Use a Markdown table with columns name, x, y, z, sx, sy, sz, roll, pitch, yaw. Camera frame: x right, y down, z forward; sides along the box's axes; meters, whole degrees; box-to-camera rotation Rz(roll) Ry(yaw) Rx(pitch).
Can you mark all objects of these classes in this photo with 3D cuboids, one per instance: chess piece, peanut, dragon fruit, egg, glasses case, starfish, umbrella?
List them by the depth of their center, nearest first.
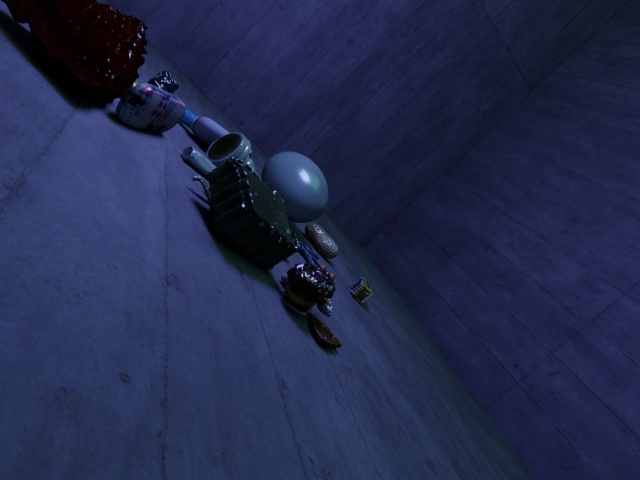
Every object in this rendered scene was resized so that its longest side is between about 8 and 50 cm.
| name | x | y | z | sx | sy | sz | roll | pitch | yaw |
| --- | --- | --- | --- | --- | --- | --- | --- | --- | --- |
| dragon fruit | -0.630 | -0.463 | 1.199 | 0.329 | 0.228 | 0.286 | 23 | -17 | -21 |
| starfish | -0.287 | -0.125 | 1.389 | 0.208 | 0.053 | 0.176 | 38 | 29 | -52 |
| glasses case | -0.481 | -0.377 | 1.397 | 0.076 | 0.125 | 0.327 | 47 | 7 | -3 |
| umbrella | -0.600 | -0.561 | 1.822 | 0.110 | 0.122 | 0.272 | 0 | 27 | -11 |
| chess piece | -0.287 | -0.250 | 1.829 | 0.298 | 0.176 | 0.176 | 56 | -1 | -42 |
| egg | -0.116 | -0.235 | 2.124 | 0.276 | 0.276 | 0.389 | 38 | 9 | -49 |
| peanut | 0.000 | 0.000 | 2.278 | 0.098 | 0.090 | 0.214 | -13 | 53 | -47 |

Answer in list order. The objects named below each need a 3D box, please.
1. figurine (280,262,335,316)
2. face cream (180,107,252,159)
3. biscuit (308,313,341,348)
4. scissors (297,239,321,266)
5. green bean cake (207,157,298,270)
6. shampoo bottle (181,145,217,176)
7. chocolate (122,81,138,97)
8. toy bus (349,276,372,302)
| name | x | y | z | sx | sy | sz | roll | pitch | yaw |
| --- | --- | --- | --- | --- | --- | --- | --- | --- | --- |
| figurine | -0.022 | 0.122 | 1.311 | 0.174 | 0.116 | 0.240 | 37 | 9 | 9 |
| face cream | -0.430 | -0.416 | 1.926 | 0.336 | 0.080 | 0.163 | 36 | -20 | -4 |
| biscuit | 0.005 | 0.243 | 1.252 | 0.119 | 0.019 | 0.130 | 45 | 6 | 5 |
| scissors | -0.122 | -0.016 | 1.897 | 0.383 | 0.029 | 0.256 | 43 | 7 | -19 |
| green bean cake | -0.184 | -0.076 | 1.300 | 0.241 | 0.132 | 0.255 | 39 | 23 | -50 |
| shampoo bottle | -0.363 | -0.232 | 1.590 | 0.212 | 0.049 | 0.072 | 39 | 15 | -47 |
| chocolate | -0.604 | -0.489 | 1.491 | 0.219 | 0.085 | 0.085 | 53 | 8 | 8 |
| toy bus | 0.182 | 0.220 | 2.189 | 0.074 | 0.081 | 0.226 | 51 | 4 | -2 |
